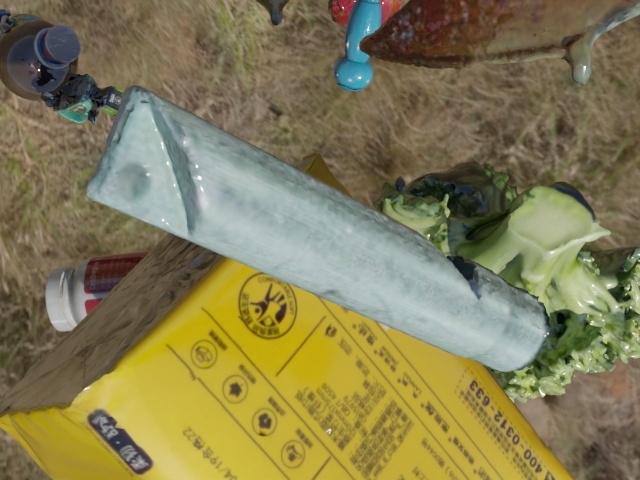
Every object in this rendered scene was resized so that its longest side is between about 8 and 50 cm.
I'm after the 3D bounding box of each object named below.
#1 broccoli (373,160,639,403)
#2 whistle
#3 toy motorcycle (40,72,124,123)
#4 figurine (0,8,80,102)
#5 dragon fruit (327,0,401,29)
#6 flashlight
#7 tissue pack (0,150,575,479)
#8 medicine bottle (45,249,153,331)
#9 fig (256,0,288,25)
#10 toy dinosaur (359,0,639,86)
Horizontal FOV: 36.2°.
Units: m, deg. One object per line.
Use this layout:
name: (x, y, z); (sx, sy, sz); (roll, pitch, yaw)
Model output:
broccoli: (0.215, 0.045, 1.197); (0.277, 0.338, 0.317); (-55, 145, -20)
whistle: (0.014, 0.006, 0.550); (0.312, 0.062, 0.062); (25, 105, -36)
toy motorcycle: (-0.398, -0.232, 1.631); (0.100, 0.173, 0.058); (24, 74, -33)
figurine: (-0.520, -0.337, 1.767); (0.158, 0.275, 0.161); (-39, 130, -21)
dragon fruit: (0.092, -0.459, 1.896); (0.136, 0.133, 0.166); (-28, 172, 39)
flashlight: (0.050, -0.245, 1.193); (0.051, 0.051, 0.129); (2, 121, -22)
tissue pack: (-0.016, 0.167, 0.795); (0.382, 0.228, 0.293); (51, 55, -14)
medicine bottle: (-0.308, 0.085, 1.593); (0.250, 0.131, 0.131); (-6, 121, 9)
fig: (-0.073, -0.421, 1.552); (0.109, 0.103, 0.155); (-15, 112, -9)
toy dinosaur: (0.210, -0.161, 0.558); (0.327, 0.113, 0.206); (-42, 82, -19)
